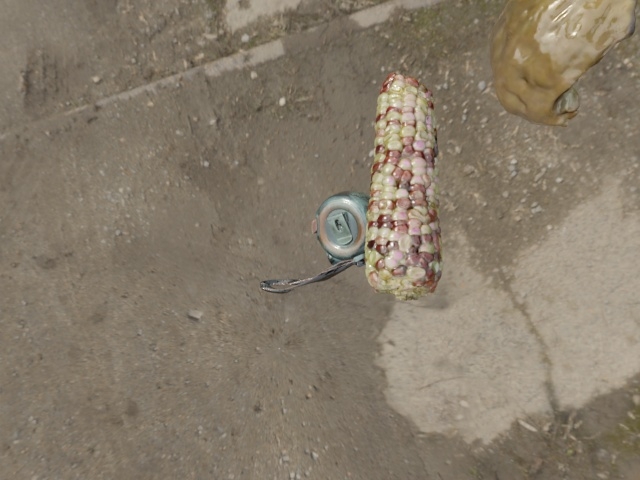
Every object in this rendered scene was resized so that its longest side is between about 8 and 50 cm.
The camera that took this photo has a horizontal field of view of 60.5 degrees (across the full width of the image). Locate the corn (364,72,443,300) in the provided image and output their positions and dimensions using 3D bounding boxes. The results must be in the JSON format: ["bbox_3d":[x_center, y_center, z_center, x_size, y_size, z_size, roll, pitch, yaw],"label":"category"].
[{"bbox_3d":[0.104,-0.066,0.656,0.092,0.092,0.280,5,79,-3],"label":"corn"}]

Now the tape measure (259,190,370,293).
[{"bbox_3d":[0.002,-0.001,0.724,0.180,0.104,0.107,-20,89,-38],"label":"tape measure"}]

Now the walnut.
[{"bbox_3d":[0.314,-0.279,0.746,0.142,0.204,0.238,7,99,-4],"label":"walnut"}]
